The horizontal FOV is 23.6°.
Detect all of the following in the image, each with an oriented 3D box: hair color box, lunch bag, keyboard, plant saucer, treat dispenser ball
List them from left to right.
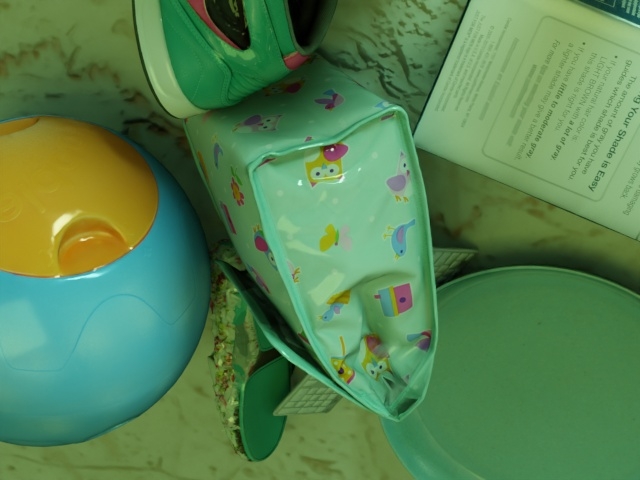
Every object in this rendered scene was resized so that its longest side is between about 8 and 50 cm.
[{"bbox_3d":[-0.239,0.035,1.331,0.288,0.288,0.288,8,123,12],"label":"treat dispenser ball"},{"bbox_3d":[0.000,0.000,1.261,0.160,0.223,0.262,-22,117,-11],"label":"lunch bag"},{"bbox_3d":[0.047,0.087,1.416,0.256,0.072,0.014,-50,59,34],"label":"keyboard"},{"bbox_3d":[0.209,0.147,1.415,0.318,0.043,0.317,8,123,12],"label":"plant saucer"},{"bbox_3d":[0.266,-0.098,1.201,0.347,0.105,0.174,23,126,2],"label":"hair color box"}]

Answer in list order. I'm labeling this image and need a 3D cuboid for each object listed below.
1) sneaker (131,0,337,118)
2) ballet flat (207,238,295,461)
[{"bbox_3d":[-0.065,-0.252,1.163,0.178,0.124,0.295,-10,97,24],"label":"sneaker"},{"bbox_3d":[-0.072,0.098,1.460,0.077,0.091,0.241,27,127,37],"label":"ballet flat"}]
